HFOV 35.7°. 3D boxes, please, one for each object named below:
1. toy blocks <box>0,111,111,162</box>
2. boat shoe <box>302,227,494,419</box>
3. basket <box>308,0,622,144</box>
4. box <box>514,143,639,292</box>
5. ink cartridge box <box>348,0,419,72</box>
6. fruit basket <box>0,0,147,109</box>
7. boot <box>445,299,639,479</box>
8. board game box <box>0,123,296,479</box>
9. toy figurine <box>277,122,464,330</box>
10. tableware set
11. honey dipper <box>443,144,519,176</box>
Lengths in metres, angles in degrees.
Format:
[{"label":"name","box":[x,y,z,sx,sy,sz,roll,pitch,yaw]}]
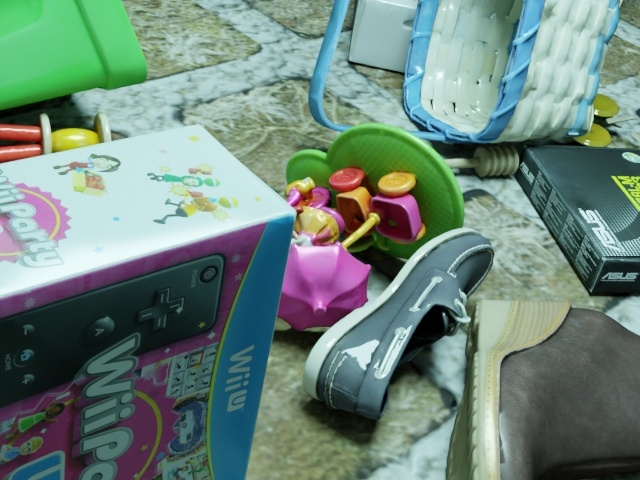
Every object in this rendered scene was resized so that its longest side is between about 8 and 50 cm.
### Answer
[{"label":"toy blocks","box":[-0.242,-0.060,0.812,0.148,0.054,0.123,-4,39,-22]},{"label":"boat shoe","box":[0.076,0.061,0.726,0.065,0.075,0.206,26,45,33]},{"label":"basket","box":[0.140,-0.211,0.979,0.289,0.254,0.201,9,12,-31]},{"label":"box","box":[0.304,-0.024,0.943,0.184,0.045,0.190,3,36,-16]},{"label":"ink cartridge box","box":[0.115,-0.279,1.193,0.148,0.085,0.203,11,37,-2]},{"label":"fruit basket","box":[-0.263,-0.323,0.874,0.392,0.391,0.283,-17,23,-35]},{"label":"boot","box":[0.196,0.127,0.663,0.207,0.090,0.248,14,32,5]},{"label":"board game box","box":[-0.174,0.084,0.494,0.303,0.224,0.097,-19,45,-35]},{"label":"toy figurine","box":[0.000,0.000,0.776,0.173,0.130,0.159,10,39,35]},{"label":"tableware set","box":[0.308,-0.122,1.098,0.104,0.024,0.154,-13,44,-27]},{"label":"honey dipper","box":[0.116,-0.075,0.967,0.161,0.030,0.030,-4,39,-18]}]
